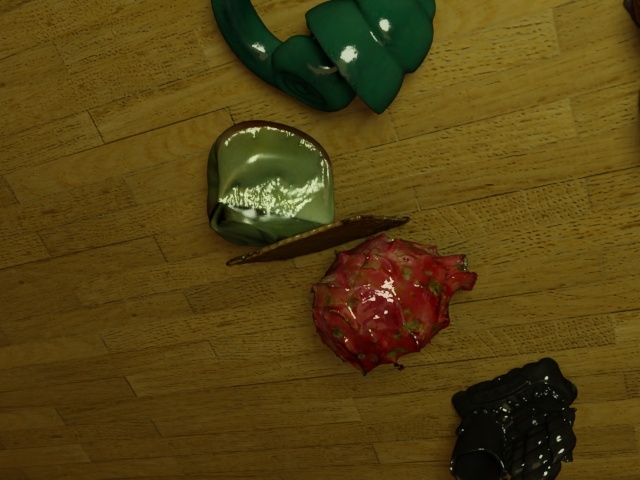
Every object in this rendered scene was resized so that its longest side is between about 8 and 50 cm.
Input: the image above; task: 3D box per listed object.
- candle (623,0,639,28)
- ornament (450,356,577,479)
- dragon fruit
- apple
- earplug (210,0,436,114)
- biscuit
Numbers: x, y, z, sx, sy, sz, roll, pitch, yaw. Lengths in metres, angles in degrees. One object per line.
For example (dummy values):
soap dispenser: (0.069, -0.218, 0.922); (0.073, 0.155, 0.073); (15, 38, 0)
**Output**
candle: (0.523, -0.231, 0.766); (0.287, 0.131, 0.317); (-6, 119, 17)
ornament: (0.326, 0.353, 1.102); (0.251, 0.260, 0.106); (-34, 112, 29)
dragon fruit: (0.113, 0.086, 1.044); (0.268, 0.210, 0.205); (-24, 106, 4)
apple: (-0.077, -0.083, 1.009); (0.188, 0.174, 0.207); (1, 119, -16)
earplug: (0.015, -0.281, 0.892); (0.280, 0.164, 0.258); (-27, 79, 17)
biscuit: (0.000, 0.000, 1.017); (0.236, 0.232, 0.013); (-18, 83, 26)
